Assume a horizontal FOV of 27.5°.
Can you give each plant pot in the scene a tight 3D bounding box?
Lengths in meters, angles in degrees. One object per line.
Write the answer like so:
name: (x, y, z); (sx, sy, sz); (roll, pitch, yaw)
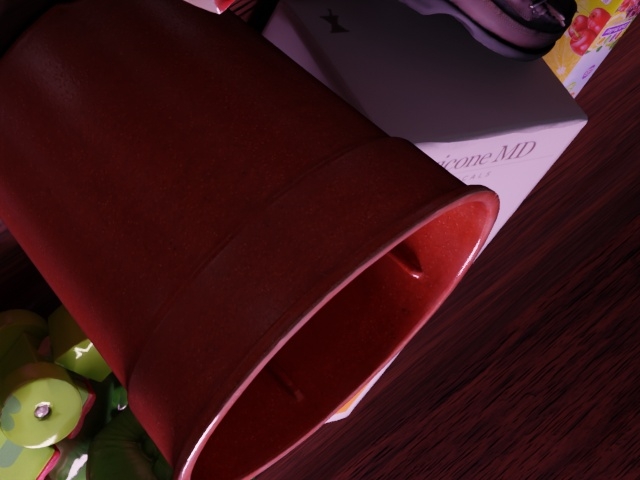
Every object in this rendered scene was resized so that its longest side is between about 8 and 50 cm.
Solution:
plant pot: (-0.074, -0.019, 0.848); (0.272, 0.265, 0.272); (-41, 163, -15)

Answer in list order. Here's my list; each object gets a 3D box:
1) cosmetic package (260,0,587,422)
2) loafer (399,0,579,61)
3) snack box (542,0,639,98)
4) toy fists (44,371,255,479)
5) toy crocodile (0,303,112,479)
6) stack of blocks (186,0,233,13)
cosmetic package: (0.000, 0.000, 1.146); (0.230, 0.161, 0.453); (-11, 148, -38)
loafer: (0.126, -0.205, 0.946); (0.095, 0.109, 0.302); (-35, 158, 28)
snack box: (0.163, -0.194, 1.154); (0.070, 0.174, 0.207); (-22, 154, -49)
toy fists: (-0.173, 0.174, 1.102); (0.142, 0.279, 0.096); (-51, 137, -17)
toy crocodile: (-0.261, 0.171, 1.044); (0.105, 0.115, 0.340); (37, 95, -35)
stack of blocks: (-0.001, -0.264, 0.568); (0.297, 0.087, 0.171); (-48, 146, -21)
